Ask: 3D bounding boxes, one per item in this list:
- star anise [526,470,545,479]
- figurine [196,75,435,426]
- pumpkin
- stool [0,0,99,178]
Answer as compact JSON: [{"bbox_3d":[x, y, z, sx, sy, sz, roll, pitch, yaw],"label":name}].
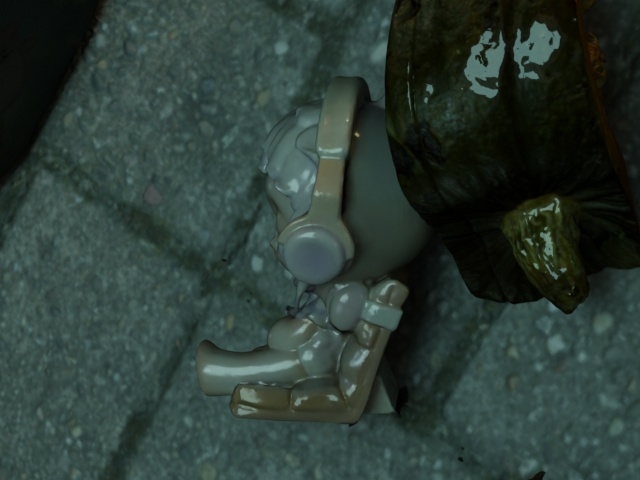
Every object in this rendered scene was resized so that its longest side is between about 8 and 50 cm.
[{"bbox_3d":[0.150,0.248,1.038,0.220,0.099,0.214,47,123,21],"label":"star anise"},{"bbox_3d":[0.004,0.000,1.110,0.141,0.162,0.236,11,106,6],"label":"figurine"},{"bbox_3d":[0.114,-0.058,1.019,0.131,0.126,0.248,-11,108,17],"label":"pumpkin"},{"bbox_3d":[-0.351,-0.202,1.259,0.226,0.310,0.310,38,105,32],"label":"stool"}]
